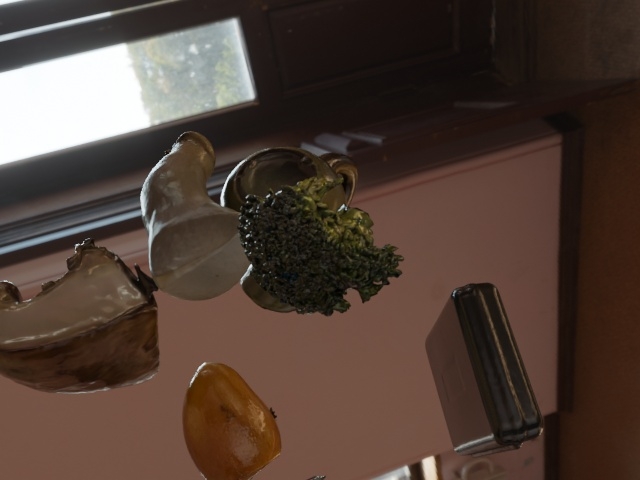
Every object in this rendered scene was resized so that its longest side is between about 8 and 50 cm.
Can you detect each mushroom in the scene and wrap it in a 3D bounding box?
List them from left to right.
[{"bbox_3d":[-0.500,0.229,1.128,0.224,0.313,0.397,43,143,26],"label":"mushroom"},{"bbox_3d":[-0.225,-0.060,0.946,0.126,0.177,0.397,50,-178,-41],"label":"mushroom"}]

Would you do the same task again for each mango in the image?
[{"bbox_3d":[-0.209,0.388,1.176,0.257,0.187,0.138,52,-172,16],"label":"mango"}]

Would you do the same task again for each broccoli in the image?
[{"bbox_3d":[0.000,0.000,0.580,0.167,0.160,0.155,-18,106,39],"label":"broccoli"}]

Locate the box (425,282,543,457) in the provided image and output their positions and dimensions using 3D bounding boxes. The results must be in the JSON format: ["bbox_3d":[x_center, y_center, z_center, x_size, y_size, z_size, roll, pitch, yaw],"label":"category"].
[{"bbox_3d":[0.170,0.154,0.614,0.230,0.050,0.160,83,175,-66],"label":"box"}]

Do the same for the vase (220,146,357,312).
[{"bbox_3d":[-0.036,-0.048,1.116,0.240,0.329,0.302,35,152,27],"label":"vase"}]

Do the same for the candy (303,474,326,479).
[{"bbox_3d":[-0.027,0.424,0.949,0.030,0.083,0.020,-46,61,45],"label":"candy"}]
